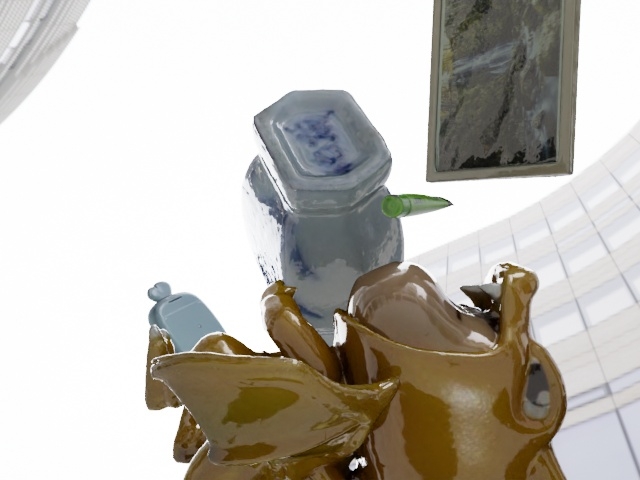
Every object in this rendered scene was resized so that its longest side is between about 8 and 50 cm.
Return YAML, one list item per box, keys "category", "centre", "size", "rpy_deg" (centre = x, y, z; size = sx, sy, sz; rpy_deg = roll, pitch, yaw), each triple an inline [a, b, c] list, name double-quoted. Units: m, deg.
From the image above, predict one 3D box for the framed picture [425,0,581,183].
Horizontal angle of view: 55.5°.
- category: "framed picture"
  centre: [0.258, -0.247, 0.885]
  size: [0.241, 0.020, 0.323]
  rpy_deg: [4, -89, 47]

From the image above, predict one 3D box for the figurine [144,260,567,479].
- category: "figurine"
  centre: [0.037, 0.194, 0.602]
  size: [0.388, 0.268, 0.400]
  rpy_deg: [-5, -63, 0]

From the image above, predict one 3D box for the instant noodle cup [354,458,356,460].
- category: "instant noodle cup"
  centre: [0.189, 0.382, 1.339]
  size: [0.264, 0.200, 0.264]
  rpy_deg: [20, -56, 32]

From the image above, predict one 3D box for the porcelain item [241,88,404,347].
- category: "porcelain item"
  centre: [0.000, 0.000, 0.844]
  size: [0.179, 0.242, 0.405]
  rpy_deg: [-21, -33, -12]

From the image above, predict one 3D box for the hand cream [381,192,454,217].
- category: "hand cream"
  centre: [0.096, -0.036, 0.600]
  size: [0.036, 0.122, 0.023]
  rpy_deg: [8, -81, 30]

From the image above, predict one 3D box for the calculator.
- category: "calculator"
  centre: [-0.334, 0.224, 1.551]
  size: [0.302, 0.188, 0.042]
  rpy_deg: [51, -57, 7]
